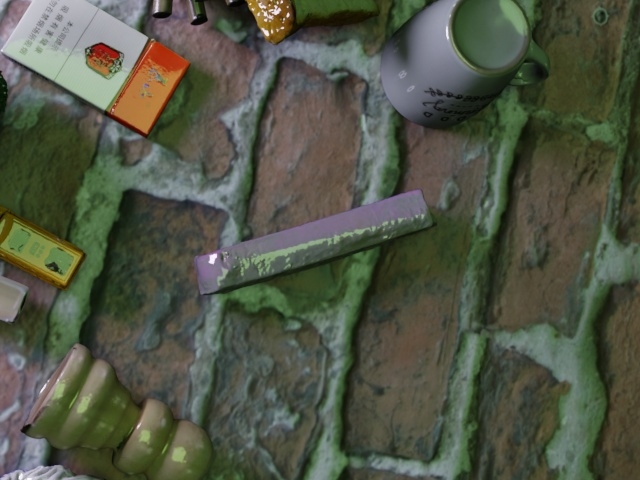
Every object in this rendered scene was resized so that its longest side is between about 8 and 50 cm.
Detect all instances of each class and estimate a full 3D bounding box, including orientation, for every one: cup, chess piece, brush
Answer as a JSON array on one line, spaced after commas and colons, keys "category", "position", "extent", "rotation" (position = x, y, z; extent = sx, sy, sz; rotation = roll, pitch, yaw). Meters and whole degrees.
[{"category": "cup", "position": [0.250, -0.285, 1.423], "extent": [0.258, 0.234, 0.186], "rotation": [2, 84, -15]}, {"category": "chess piece", "position": [-0.275, 0.268, 1.306], "extent": [0.261, 0.143, 0.143], "rotation": [33, 78, -15]}, {"category": "brush", "position": [-0.567, 0.038, 1.299], "extent": [0.321, 0.050, 0.060], "rotation": [21, 83, -3]}]

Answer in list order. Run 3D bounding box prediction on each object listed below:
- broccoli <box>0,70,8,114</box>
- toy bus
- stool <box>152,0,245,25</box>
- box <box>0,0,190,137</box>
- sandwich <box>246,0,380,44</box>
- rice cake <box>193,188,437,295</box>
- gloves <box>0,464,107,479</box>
[{"category": "broccoli", "position": [-0.557, -0.191, 1.234], "extent": [0.245, 0.265, 0.294], "rotation": [-15, 96, 23]}, {"category": "toy bus", "position": [-0.421, 0.007, 1.316], "extent": [0.162, 0.074, 0.069], "rotation": [29, 80, -10]}, {"category": "stool", "position": [-0.169, -0.413, 1.375], "extent": [0.228, 0.153, 0.139], "rotation": [-12, 87, -14]}, {"category": "box", "position": [-0.335, -0.273, 1.385], "extent": [0.245, 0.035, 0.139], "rotation": [31, 78, -8]}, {"category": "sandwich", "position": [-0.034, -0.416, 1.381], "extent": [0.251, 0.087, 0.226], "rotation": [-28, 99, -54]}, {"category": "rice cake", "position": [0.000, 0.000, 1.420], "extent": [0.399, 0.064, 0.070], "rotation": [-17, 83, -14]}, {"category": "gloves", "position": [-0.404, 0.373, 1.274], "extent": [0.229, 0.097, 0.119], "rotation": [1, 80, -18]}]
